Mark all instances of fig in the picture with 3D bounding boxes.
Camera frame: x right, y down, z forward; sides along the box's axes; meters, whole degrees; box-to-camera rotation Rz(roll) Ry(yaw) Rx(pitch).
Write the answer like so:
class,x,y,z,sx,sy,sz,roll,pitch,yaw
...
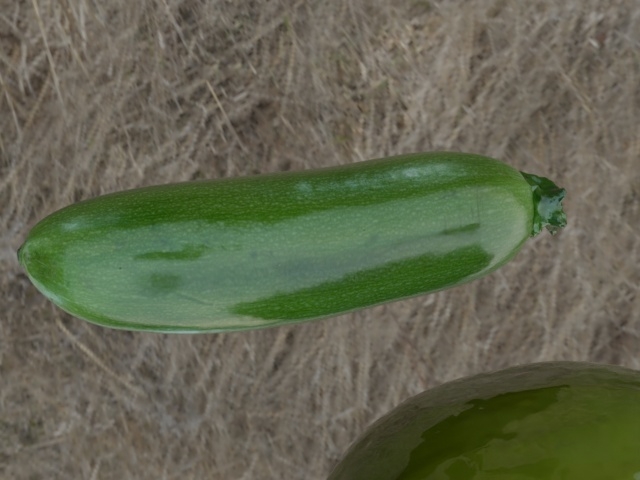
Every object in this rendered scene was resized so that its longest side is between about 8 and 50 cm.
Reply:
class,x,y,z,sx,sy,sz,roll,pitch,yaw
fig,0.162,0.238,0.767,0.343,0.343,0.343,-13,131,-15

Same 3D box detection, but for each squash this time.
class,x,y,z,sx,sy,sz,roll,pitch,yaw
squash,0.000,0.000,0.751,0.395,0.107,0.107,-7,130,-22
